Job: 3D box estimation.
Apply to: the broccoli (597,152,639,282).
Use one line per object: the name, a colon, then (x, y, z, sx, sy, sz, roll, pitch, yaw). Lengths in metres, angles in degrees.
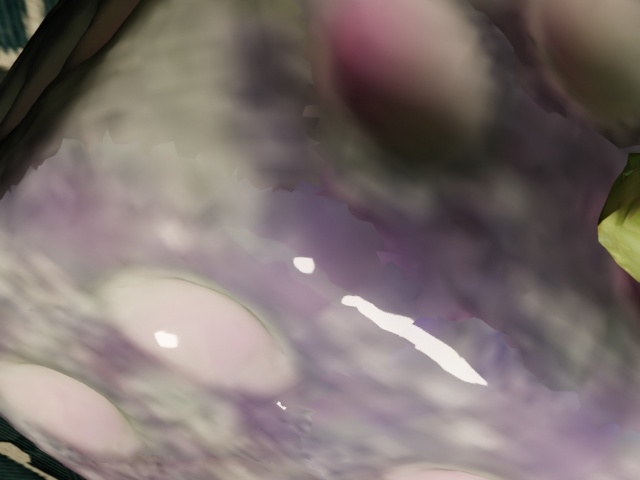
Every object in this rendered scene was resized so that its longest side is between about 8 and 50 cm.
broccoli: (0.166, -0.090, 0.389, 0.254, 0.269, 0.269, 31, 156, 31)

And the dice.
dice: (0.025, -0.028, 0.677, 0.271, 0.270, 0.270, 35, 148, -17)
